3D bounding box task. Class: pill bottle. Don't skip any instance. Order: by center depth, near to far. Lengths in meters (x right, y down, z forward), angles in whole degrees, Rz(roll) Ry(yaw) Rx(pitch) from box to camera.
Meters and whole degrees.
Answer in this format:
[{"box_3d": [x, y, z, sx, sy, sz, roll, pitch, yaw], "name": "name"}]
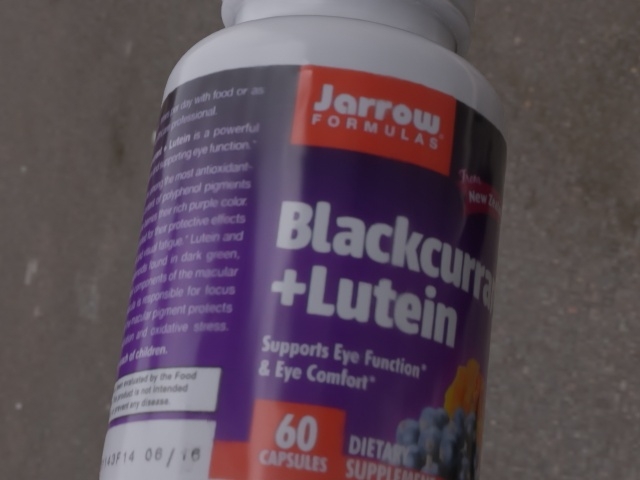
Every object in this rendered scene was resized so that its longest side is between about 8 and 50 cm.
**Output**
[{"box_3d": [0.000, 0.000, 0.421, 0.108, 0.108, 0.193, -25, 54, 59], "name": "pill bottle"}]
